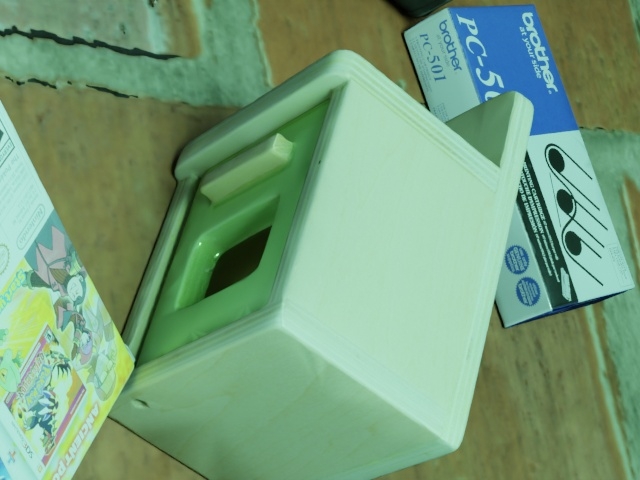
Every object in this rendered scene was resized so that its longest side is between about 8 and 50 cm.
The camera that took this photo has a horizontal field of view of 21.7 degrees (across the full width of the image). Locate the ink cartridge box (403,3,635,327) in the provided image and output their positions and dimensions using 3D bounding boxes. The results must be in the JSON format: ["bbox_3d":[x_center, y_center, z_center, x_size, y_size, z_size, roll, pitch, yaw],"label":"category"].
[{"bbox_3d":[0.132,-0.053,1.105,0.097,0.046,0.207,-11,79,-46],"label":"ink cartridge box"}]

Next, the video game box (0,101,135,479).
[{"bbox_3d":[-0.168,0.060,0.714,0.205,0.048,0.187,-63,141,-42],"label":"video game box"}]

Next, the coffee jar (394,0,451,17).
[{"bbox_3d":[0.038,-0.227,1.061,0.184,0.096,0.079,42,52,-21],"label":"coffee jar"}]

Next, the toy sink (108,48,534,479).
[{"bbox_3d":[0.000,0.000,0.882,0.131,0.153,0.234,37,51,-25],"label":"toy sink"}]
